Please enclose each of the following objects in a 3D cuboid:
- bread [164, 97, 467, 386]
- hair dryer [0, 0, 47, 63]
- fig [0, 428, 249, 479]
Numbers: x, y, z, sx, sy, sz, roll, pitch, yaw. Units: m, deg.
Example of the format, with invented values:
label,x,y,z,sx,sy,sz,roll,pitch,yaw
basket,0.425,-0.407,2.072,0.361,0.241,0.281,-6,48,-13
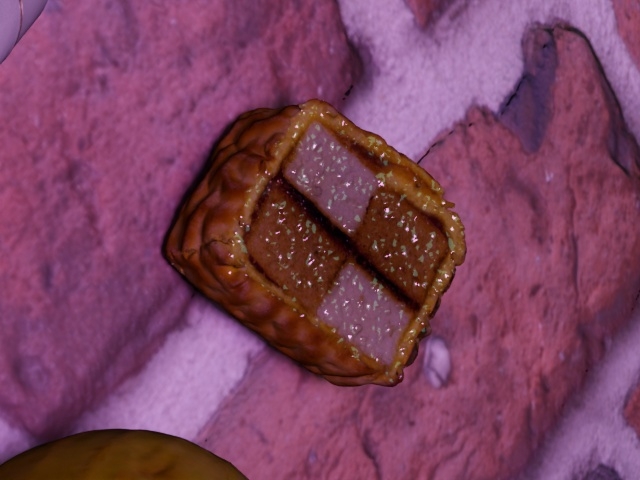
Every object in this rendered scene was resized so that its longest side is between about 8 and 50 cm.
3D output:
label,x,y,z,sx,sy,sz,roll,pitch,yaw
bread,0.000,0.000,1.266,0.222,0.096,0.181,38,65,-32
hair dryer,-0.325,-0.225,0.974,0.357,0.107,0.173,44,26,-14
fig,-0.134,0.230,1.067,0.271,0.239,0.239,-48,123,-66
